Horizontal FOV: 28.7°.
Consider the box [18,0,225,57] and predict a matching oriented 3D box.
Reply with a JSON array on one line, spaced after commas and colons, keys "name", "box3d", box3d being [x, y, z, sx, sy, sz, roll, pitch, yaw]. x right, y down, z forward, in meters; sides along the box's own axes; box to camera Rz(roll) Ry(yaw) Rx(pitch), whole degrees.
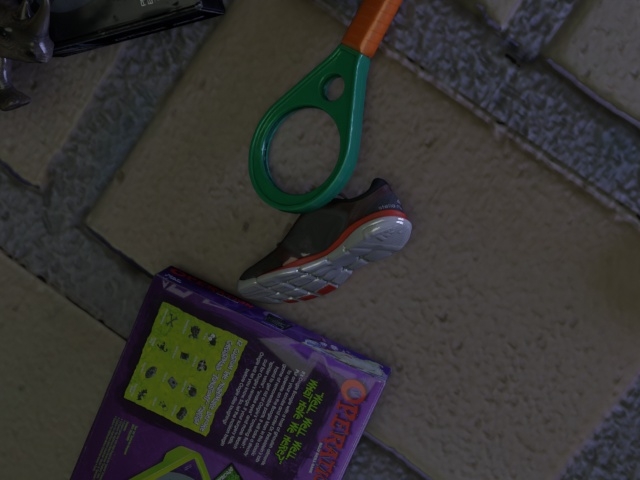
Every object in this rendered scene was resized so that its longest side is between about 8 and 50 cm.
[{"name": "box", "box3d": [-0.173, -0.249, 0.985, 0.147, 0.077, 0.180, -12, 95, 11]}]

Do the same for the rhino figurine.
[{"name": "rhino figurine", "box3d": [-0.276, -0.146, 0.971, 0.243, 0.073, 0.106, -19, 94, 47]}]

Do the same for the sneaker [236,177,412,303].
[{"name": "sneaker", "box3d": [0.000, 0.000, 1.010, 0.158, 0.061, 0.064, -25, 60, 19]}]

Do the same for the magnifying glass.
[{"name": "magnifying glass", "box3d": [0.017, -0.128, 0.987, 0.092, 0.026, 0.231, 31, 98, 31]}]

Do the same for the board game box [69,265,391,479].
[{"name": "board game box", "box3d": [-0.104, 0.219, 1.046, 0.208, 0.056, 0.346, 26, 103, 9]}]
